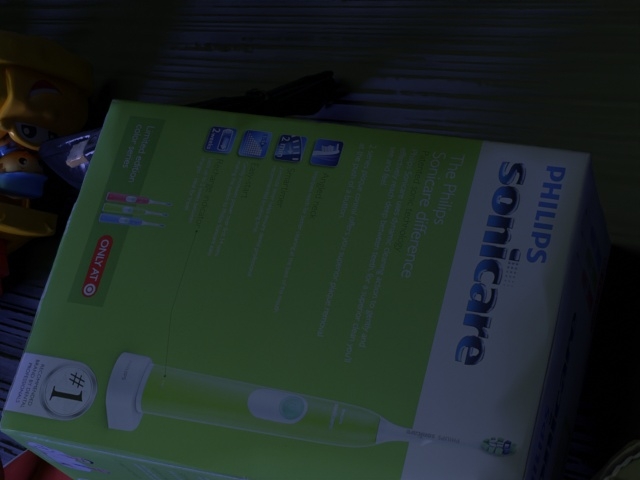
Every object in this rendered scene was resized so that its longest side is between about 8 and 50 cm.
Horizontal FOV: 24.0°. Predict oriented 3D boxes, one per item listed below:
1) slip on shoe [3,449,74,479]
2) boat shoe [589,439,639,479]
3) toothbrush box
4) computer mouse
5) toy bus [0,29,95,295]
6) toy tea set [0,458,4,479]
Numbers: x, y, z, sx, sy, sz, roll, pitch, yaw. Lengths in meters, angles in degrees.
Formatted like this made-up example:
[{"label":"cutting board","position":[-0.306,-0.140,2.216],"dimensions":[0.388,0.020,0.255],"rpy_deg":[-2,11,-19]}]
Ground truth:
[{"label":"slip on shoe","position":[-0.138,0.150,1.014],"dimensions":[0.331,0.101,0.123],"rpy_deg":[-25,55,35]},{"label":"boat shoe","position":[0.112,0.239,0.726],"dimensions":[0.117,0.097,0.324],"rpy_deg":[21,84,48]},{"label":"toothbrush box","position":[-0.001,0.050,0.833],"dimensions":[0.283,0.122,0.206],"rpy_deg":[7,68,20]},{"label":"computer mouse","position":[-0.125,-0.060,1.078],"dimensions":[0.262,0.184,0.060],"rpy_deg":[-10,98,37]},{"label":"toy bus","position":[-0.287,-0.041,1.240],"dimensions":[0.220,0.149,0.211],"rpy_deg":[-27,65,29]},{"label":"toy tea set","position":[-0.307,0.290,1.028],"dimensions":[0.200,0.124,0.336],"rpy_deg":[-12,76,48]}]
